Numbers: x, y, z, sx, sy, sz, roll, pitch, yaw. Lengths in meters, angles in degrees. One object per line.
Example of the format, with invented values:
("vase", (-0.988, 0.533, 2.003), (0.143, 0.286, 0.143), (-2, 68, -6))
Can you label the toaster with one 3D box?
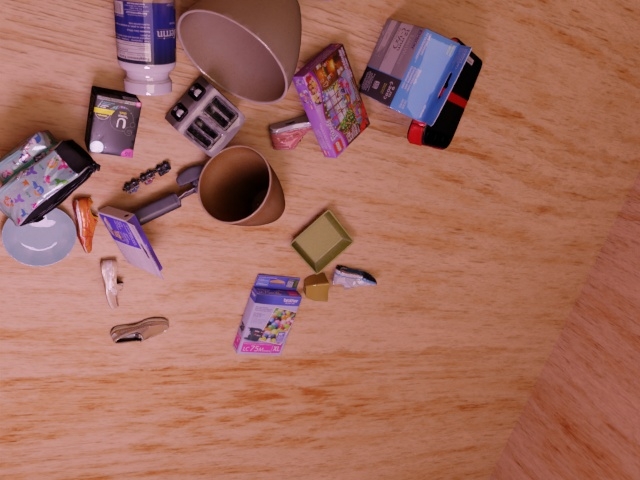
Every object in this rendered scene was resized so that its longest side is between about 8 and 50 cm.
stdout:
("toaster", (-0.329, -0.352, 1.759), (0.168, 0.110, 0.186), (-47, 127, 3))

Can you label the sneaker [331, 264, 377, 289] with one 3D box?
("sneaker", (0.125, 0.153, 2.306), (0.191, 0.071, 0.083), (15, 114, -24))

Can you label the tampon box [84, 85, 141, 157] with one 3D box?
("tampon box", (-0.569, -0.322, 1.652), (0.120, 0.101, 0.161), (4, 114, -29))

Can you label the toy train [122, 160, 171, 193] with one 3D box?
("toy train", (-0.517, -0.185, 1.803), (0.158, 0.027, 0.036), (-32, 137, -10))

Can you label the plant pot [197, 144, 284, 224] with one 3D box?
("plant pot", (-0.208, -0.138, 1.862), (0.237, 0.237, 0.254), (-50, 156, 4))

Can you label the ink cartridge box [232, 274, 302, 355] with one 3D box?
("ink cartridge box", (-0.187, 0.276, 2.206), (0.186, 0.065, 0.311), (9, 110, -31))

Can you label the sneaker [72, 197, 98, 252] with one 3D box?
("sneaker", (-0.681, -0.040, 1.773), (0.067, 0.064, 0.175), (-13, 124, -32))

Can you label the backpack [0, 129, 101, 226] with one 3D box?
("backpack", (-0.736, -0.162, 1.577), (0.191, 0.225, 0.253), (43, 89, -18))

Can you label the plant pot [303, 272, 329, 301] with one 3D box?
("plant pot", (-0.019, 0.175, 2.229), (0.083, 0.081, 0.081), (-4, 118, -13))

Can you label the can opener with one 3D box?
("can opener", (-0.463, -0.139, 1.843), (0.283, 0.076, 0.095), (-27, 93, -12))

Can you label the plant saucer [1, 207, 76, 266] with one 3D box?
("plant saucer", (-0.805, -0.019, 1.733), (0.195, 0.037, 0.195), (-13, 120, -22))

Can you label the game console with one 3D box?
("game console", (0.417, -0.470, 2.007), (0.386, 0.060, 0.342), (-11, 124, -64))

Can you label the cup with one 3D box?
("cup", (-0.182, -0.567, 1.627), (0.331, 0.331, 0.237), (44, 64, -37))

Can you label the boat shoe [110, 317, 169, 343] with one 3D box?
("boat shoe", (-0.592, 0.310, 2.000), (0.190, 0.072, 0.068), (-12, 121, -22))

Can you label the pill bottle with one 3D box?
("pill bottle", (-0.454, -0.521, 1.575), (0.153, 0.153, 0.264), (-8, 120, -24))

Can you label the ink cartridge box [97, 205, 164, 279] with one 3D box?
("ink cartridge box", (-0.544, 0.005, 1.780), (0.045, 0.208, 0.206), (-42, 131, -30))

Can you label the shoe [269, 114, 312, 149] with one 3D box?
("shoe", (-0.075, -0.344, 1.931), (0.178, 0.063, 0.081), (-17, 127, -16))

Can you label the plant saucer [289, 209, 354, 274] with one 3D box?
("plant saucer", (0.000, 0.000, 2.163), (0.188, 0.045, 0.188), (-41, 127, -2))

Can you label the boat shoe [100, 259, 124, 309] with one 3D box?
("boat shoe", (-0.643, 0.138, 1.887), (0.059, 0.063, 0.170), (-10, 119, -16))

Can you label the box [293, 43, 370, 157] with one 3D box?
("box", (0.041, -0.435, 1.897), (0.201, 0.057, 0.293), (-47, 131, -28))

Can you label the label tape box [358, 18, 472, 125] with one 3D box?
("label tape box", (0.271, -0.517, 1.837), (0.115, 0.347, 0.249), (17, 107, -29))
